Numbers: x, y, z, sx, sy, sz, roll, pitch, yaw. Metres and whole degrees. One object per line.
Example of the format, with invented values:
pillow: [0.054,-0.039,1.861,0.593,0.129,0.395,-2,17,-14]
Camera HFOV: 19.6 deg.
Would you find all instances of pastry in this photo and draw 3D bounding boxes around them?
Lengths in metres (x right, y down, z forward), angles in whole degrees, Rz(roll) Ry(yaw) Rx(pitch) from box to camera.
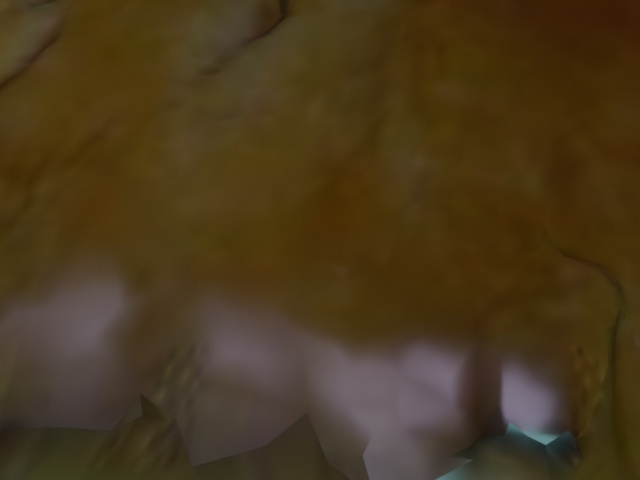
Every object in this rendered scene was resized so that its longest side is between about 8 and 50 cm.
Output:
pastry: [0.000,0.000,0.563,0.409,0.245,0.410,-1,49,1]
